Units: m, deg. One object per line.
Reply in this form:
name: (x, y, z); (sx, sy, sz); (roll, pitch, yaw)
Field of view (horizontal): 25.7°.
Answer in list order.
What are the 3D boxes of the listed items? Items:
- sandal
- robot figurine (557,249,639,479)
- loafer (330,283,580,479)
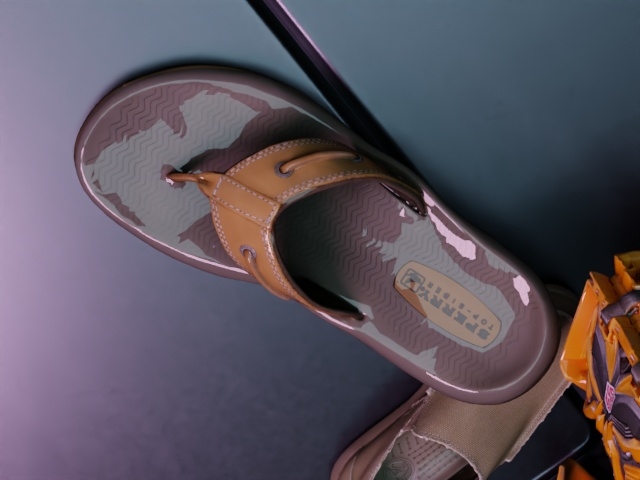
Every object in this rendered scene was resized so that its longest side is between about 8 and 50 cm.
sandal: (0.000, 0.000, 0.574); (0.219, 0.060, 0.090); (34, 97, 1)
robot figurine: (0.144, 0.135, 0.574); (0.085, 0.211, 0.291); (-1, 117, -6)
loafer: (0.066, 0.082, 0.626); (0.056, 0.050, 0.148); (40, 101, -16)
